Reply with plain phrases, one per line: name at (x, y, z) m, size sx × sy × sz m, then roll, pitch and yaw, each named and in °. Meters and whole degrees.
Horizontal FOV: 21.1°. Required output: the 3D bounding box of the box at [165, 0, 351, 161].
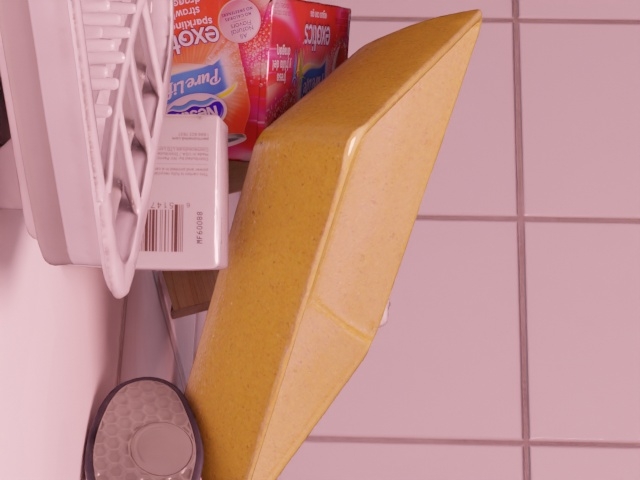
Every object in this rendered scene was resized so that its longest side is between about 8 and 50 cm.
box at (-0.066, -0.129, 1.332) m, size 0.257 × 0.128 × 0.122 m, roll -23°, pitch 118°, yaw -75°

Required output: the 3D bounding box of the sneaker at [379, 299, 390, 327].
sneaker at (-0.043, 0.136, 1.674) m, size 0.292 × 0.118 × 0.110 m, roll -54°, pitch -167°, yaw 19°

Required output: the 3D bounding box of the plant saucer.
plant saucer at (0.000, 0.000, 1.291) m, size 0.333 × 0.081 × 0.333 m, roll -47°, pitch 158°, yaw -61°

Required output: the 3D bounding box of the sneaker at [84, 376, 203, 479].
sneaker at (-0.126, 0.226, 1.223) m, size 0.163 × 0.086 × 0.226 m, roll 103°, pitch -18°, yaw -55°

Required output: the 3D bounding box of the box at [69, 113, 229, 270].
box at (-0.112, -0.031, 1.120) m, size 0.087 × 0.101 × 0.102 m, roll 55°, pitch 36°, yaw -87°

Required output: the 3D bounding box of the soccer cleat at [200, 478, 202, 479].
soccer cleat at (-0.117, 0.309, 1.542) m, size 0.095 × 0.083 × 0.248 m, roll 151°, pitch -62°, yaw -87°

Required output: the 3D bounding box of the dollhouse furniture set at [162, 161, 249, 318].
dollhouse furniture set at (-0.088, -0.031, 1.614) m, size 0.123 × 0.144 × 0.151 m, roll -100°, pitch 176°, yaw -75°

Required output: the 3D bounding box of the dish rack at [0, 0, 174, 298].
dish rack at (-0.133, -0.167, 0.897) m, size 0.285 × 0.072 × 0.333 m, roll -86°, pitch 176°, yaw -49°
